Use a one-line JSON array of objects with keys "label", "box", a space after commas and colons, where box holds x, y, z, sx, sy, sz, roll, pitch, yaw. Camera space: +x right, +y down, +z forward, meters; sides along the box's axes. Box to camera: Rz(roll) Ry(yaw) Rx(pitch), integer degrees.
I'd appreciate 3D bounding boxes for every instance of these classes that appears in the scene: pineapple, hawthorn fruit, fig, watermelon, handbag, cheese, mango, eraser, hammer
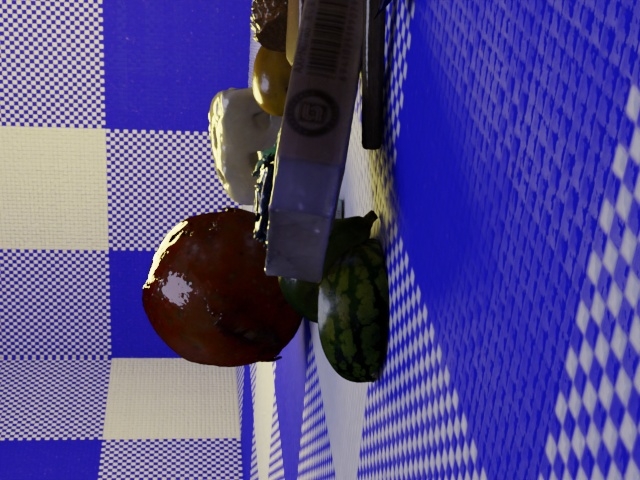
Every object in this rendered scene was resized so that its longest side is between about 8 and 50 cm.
[{"label": "pineapple", "box": [-0.075, -0.459, 1.770, 0.119, 0.130, 0.277, 95, 173, -62]}, {"label": "hawthorn fruit", "box": [-0.173, 0.089, 1.838, 0.316, 0.315, 0.316, -179, 90, -82]}, {"label": "fig", "box": [0.012, 0.019, 1.217, 0.177, 0.117, 0.117, 118, 154, -51]}, {"label": "watermelon", "box": [0.050, 0.081, 1.122, 0.069, 0.087, 0.163, 1, 93, 45]}, {"label": "handbag", "box": [-0.007, -0.321, 1.489, 0.193, 0.072, 0.151, -112, 24, -76]}, {"label": "cheese", "box": [-0.142, -0.208, 2.134, 0.248, 0.173, 0.251, -117, 23, -71]}, {"label": "handbag", "box": [-0.047, -0.065, 1.608, 0.260, 0.113, 0.162, -90, 9, -83]}, {"label": "mango", "box": [-0.073, -0.310, 1.911, 0.227, 0.099, 0.136, -85, -7, -62]}, {"label": "eraser", "box": [-0.003, -0.131, 1.173, 0.144, 0.078, 0.343, 99, -179, -56]}, {"label": "hammer", "box": [0.056, -0.275, 1.083, 0.111, 0.043, 0.365, -79, -10, -68]}]

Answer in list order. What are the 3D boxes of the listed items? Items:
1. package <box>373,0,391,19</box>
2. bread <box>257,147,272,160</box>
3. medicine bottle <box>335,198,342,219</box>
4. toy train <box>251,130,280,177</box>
[{"label": "package", "box": [0.072, -0.270, 0.998, 0.077, 0.033, 0.111, -51, -16, -38]}, {"label": "bread", "box": [-0.075, -0.128, 1.920, 0.157, 0.083, 0.094, 87, -179, -70]}, {"label": "medicine bottle", "box": [0.000, 0.000, 1.443, 0.074, 0.055, 0.118, 169, 102, -82]}, {"label": "toy train", "box": [-0.060, -0.107, 1.824, 0.081, 0.099, 0.149, -55, -26, -45]}]
